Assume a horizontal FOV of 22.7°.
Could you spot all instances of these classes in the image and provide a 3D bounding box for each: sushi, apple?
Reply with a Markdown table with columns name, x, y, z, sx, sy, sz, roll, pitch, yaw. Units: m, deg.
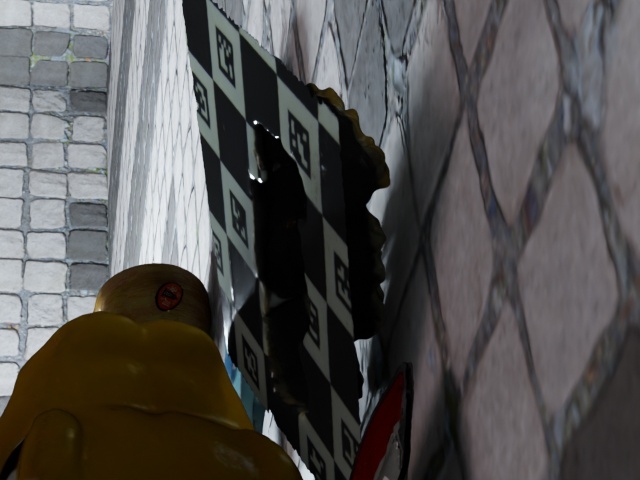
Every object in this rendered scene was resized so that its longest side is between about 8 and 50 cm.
| name | x | y | z | sx | sy | sz | roll | pitch | yaw |
| --- | --- | --- | --- | --- | --- | --- | --- | --- | --- |
| sushi | 0.000 | 0.000 | 0.725 | 0.192 | 0.051 | 0.215 | -132 | 32 | -55 |
| apple | -0.148 | 0.082 | 1.388 | 0.126 | 0.102 | 0.126 | -177 | 90 | -79 |

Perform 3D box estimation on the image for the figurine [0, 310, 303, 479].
| name | x | y | z | sx | sy | sz | roll | pitch | yaw |
| --- | --- | --- | --- | --- | --- | --- | --- | --- | --- |
| figurine | -0.118 | 0.273 | 0.819 | 0.401 | 0.268 | 0.387 | 42 | 125 | 26 |

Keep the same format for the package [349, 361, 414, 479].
| name | x | y | z | sx | sy | sz | roll | pitch | yaw |
| --- | --- | --- | --- | --- | --- | --- | --- | --- | --- |
| package | 0.033 | 0.175 | 0.569 | 0.154 | 0.030 | 0.239 | 104 | 160 | -45 |

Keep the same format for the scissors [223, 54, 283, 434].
| name | x | y | z | sx | sy | sz | roll | pitch | yaw |
| --- | --- | --- | --- | --- | --- | --- | --- | --- | --- |
| scissors | -0.044 | 0.073 | 1.011 | 0.180 | 0.032 | 0.392 | 130 | 142 | -73 |
